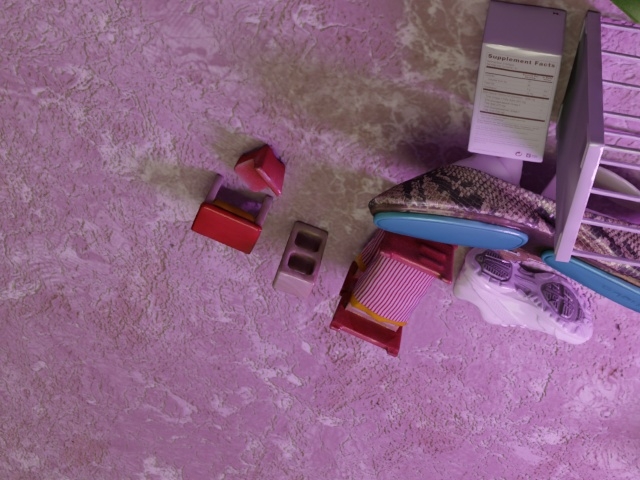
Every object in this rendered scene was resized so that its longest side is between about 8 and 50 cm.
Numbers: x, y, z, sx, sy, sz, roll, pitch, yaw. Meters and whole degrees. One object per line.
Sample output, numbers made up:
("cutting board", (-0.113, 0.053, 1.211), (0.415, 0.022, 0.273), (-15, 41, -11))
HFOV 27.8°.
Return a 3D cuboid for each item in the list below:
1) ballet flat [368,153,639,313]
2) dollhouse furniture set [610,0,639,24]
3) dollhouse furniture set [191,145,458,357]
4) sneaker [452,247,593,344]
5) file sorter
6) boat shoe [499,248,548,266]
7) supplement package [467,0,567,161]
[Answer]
("ballet flat", (0.312, -0.038, 1.819), (0.483, 0.182, 0.164), (18, 168, -4))
("dollhouse furniture set", (0.343, -0.426, 1.521), (0.301, 0.151, 0.197), (43, 116, 6))
("dollhouse furniture set", (0.000, 0.000, 1.949), (0.374, 0.152, 0.201), (23, 134, -5))
("sneaker", (0.311, 0.098, 2.011), (0.232, 0.090, 0.115), (31, 140, -1))
("file sorter", (0.401, -0.123, 1.642), (0.173, 0.278, 0.193), (9, 134, 2))
("boat shoe", (0.296, -0.003, 1.931), (0.183, 0.066, 0.066), (29, 138, 2))
("supplement package", (0.260, -0.210, 1.715), (0.105, 0.105, 0.179), (10, 133, 7))
